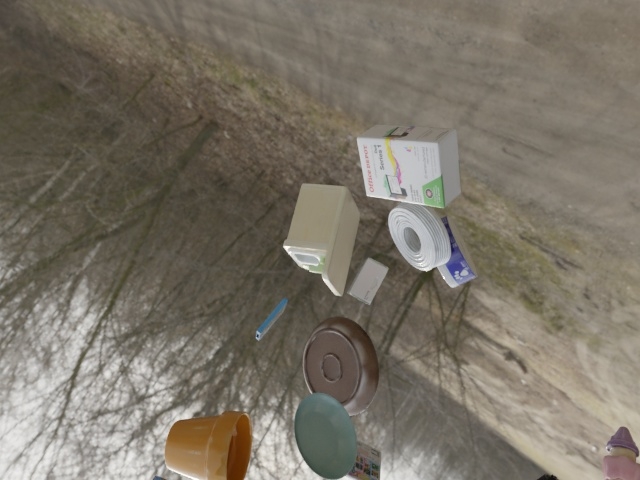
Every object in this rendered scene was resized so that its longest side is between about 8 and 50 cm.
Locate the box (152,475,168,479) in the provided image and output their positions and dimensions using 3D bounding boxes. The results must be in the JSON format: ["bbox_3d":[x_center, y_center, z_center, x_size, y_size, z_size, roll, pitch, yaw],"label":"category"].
[{"bbox_3d":[-0.236,0.661,1.121,0.278,0.177,0.290,15,134,15],"label":"box"}]

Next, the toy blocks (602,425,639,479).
[{"bbox_3d":[0.670,0.483,1.031,0.288,0.260,0.309,4,137,29],"label":"toy blocks"}]

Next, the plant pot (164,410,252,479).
[{"bbox_3d":[-0.303,0.554,1.492,0.187,0.205,0.205,3,164,12],"label":"plant pot"}]

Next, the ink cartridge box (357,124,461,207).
[{"bbox_3d":[0.260,-0.224,1.648,0.278,0.117,0.202,13,127,39],"label":"ink cartridge box"}]

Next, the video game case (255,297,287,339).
[{"bbox_3d":[-0.140,0.226,1.587,0.015,0.119,0.166,39,163,5],"label":"video game case"}]

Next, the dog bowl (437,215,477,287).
[{"bbox_3d":[0.498,0.042,2.142,0.265,0.104,0.265,52,-159,-30],"label":"dog bowl"}]

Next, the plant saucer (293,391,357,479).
[{"bbox_3d":[0.004,0.450,1.283,0.195,0.195,0.037,38,130,-20],"label":"plant saucer"}]

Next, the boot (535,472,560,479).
[{"bbox_3d":[0.374,0.545,0.931,0.094,0.207,0.247,27,-148,-50],"label":"boot"}]

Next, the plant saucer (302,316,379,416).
[{"bbox_3d":[0.047,0.394,1.739,0.050,0.311,0.310,5,-163,-46],"label":"plant saucer"}]

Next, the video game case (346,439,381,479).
[{"bbox_3d":[0.152,0.790,1.977,0.157,0.143,0.019,34,130,-22],"label":"video game case"}]

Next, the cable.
[{"bbox_3d":[0.342,-0.019,1.938,0.257,0.089,0.257,41,149,46],"label":"cable"}]

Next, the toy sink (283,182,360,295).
[{"bbox_3d":[0.000,0.000,1.370,0.131,0.234,0.153,6,160,20],"label":"toy sink"}]

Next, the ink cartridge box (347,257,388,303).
[{"bbox_3d":[0.178,0.155,2.129,0.093,0.155,0.212,28,177,1],"label":"ink cartridge box"}]
